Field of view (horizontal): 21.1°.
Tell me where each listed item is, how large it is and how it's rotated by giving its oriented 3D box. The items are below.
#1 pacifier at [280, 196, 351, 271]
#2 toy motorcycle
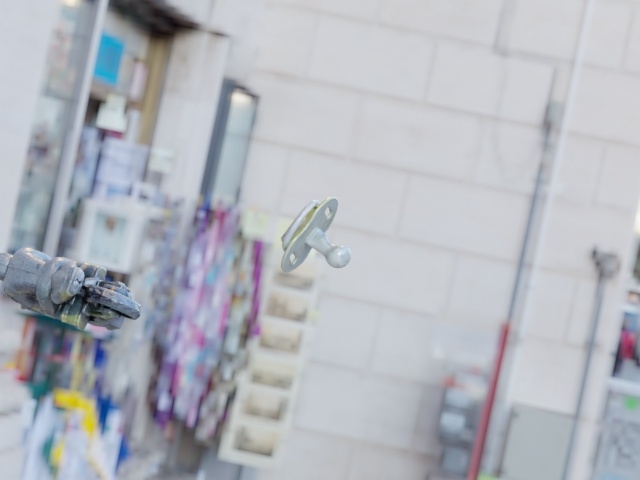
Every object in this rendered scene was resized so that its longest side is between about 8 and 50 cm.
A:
[{"bbox_3d":[0.000,0.000,1.567,0.064,0.083,0.068,34,-11,15],"label":"pacifier"},{"bbox_3d":[-0.243,0.043,1.582,0.124,0.061,0.193,25,-11,-24],"label":"toy motorcycle"}]
